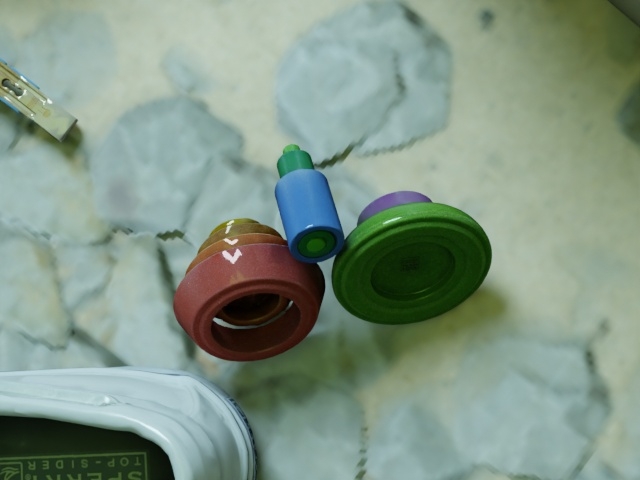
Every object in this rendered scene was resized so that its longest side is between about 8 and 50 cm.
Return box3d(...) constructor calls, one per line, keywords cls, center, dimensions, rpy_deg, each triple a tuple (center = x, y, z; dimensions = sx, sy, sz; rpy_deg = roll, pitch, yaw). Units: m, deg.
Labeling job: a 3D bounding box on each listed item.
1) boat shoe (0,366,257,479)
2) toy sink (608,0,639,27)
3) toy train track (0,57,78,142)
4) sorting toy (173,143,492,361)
box3d(cls="boat shoe", center=(-0.152, 0.080, 0.543), dimensions=(0.258, 0.084, 0.095), rpy_deg=(-13, 84, 9))
box3d(cls="toy sink", center=(0.121, -0.132, 0.479), dimensions=(0.234, 0.153, 0.131), rpy_deg=(43, 93, 11))
box3d(cls="toy train track", center=(-0.118, -0.061, 0.586), dimensions=(0.083, 0.014, 0.048), rpy_deg=(37, 85, 5))
box3d(cls="sorting toy", center=(0.000, 0.000, 0.545), dimensions=(0.102, 0.061, 0.042), rpy_deg=(-16, 49, 1))
